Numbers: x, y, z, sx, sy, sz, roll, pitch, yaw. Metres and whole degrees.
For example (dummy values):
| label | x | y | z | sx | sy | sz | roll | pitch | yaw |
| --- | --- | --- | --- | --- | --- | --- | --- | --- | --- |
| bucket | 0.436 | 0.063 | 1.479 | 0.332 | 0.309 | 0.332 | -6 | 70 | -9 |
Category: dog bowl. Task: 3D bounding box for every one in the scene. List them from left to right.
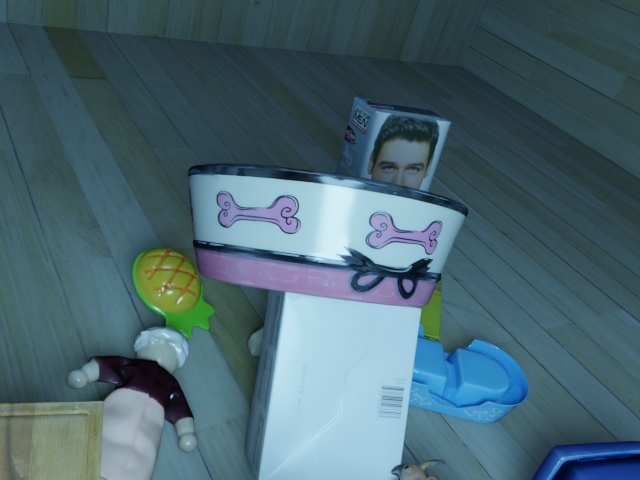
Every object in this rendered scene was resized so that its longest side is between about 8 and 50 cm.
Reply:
| label | x | y | z | sx | sy | sz | roll | pitch | yaw |
| --- | --- | --- | --- | --- | --- | --- | --- | --- | --- |
| dog bowl | 0.000 | 0.000 | 0.894 | 0.408 | 0.150 | 0.408 | 9 | -2 | 0 |
| dog bowl | 0.238 | 0.253 | 1.151 | 0.297 | 0.074 | 0.166 | 16 | 32 | -5 |

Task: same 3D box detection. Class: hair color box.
| label | x | y | z | sx | sy | sz | roll | pitch | yaw |
| --- | --- | --- | --- | --- | --- | --- | --- | --- | --- |
| hair color box | 0.133 | -0.115 | 1.363 | 0.185 | 0.374 | 0.113 | 2 | 27 | -24 |

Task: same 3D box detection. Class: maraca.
| label | x | y | z | sx | sy | sz | roll | pitch | yaw |
| --- | --- | --- | --- | --- | --- | --- | --- | --- | --- |
| maraca | -0.271 | 0.093 | 1.122 | 0.127 | 0.099 | 0.186 | -24 | 77 | -40 |

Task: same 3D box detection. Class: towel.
| label | x | y | z | sx | sy | sz | roll | pitch | yaw |
| --- | --- | --- | --- | --- | --- | --- | --- | --- | --- |
| towel | 0.220 | 0.138 | 1.369 | 0.102 | 0.021 | 0.237 | 14 | 33 | 4 |

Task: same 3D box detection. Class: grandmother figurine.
| label | x | y | z | sx | sy | sz | roll | pitch | yaw |
| --- | --- | --- | --- | --- | --- | --- | --- | --- | --- |
| grandmother figurine | -0.274 | 0.243 | 0.894 | 0.208 | 0.104 | 0.342 | 45 | 23 | -18 |

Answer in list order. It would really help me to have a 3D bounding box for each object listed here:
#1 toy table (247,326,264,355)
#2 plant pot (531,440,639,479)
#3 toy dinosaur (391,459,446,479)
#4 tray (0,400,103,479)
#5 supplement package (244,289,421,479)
| label | x | y | z | sx | sy | sz | roll | pitch | yaw |
| --- | --- | --- | --- | --- | --- | --- | --- | --- | --- |
| toy table | -0.001 | 0.134 | 1.130 | 0.252 | 0.161 | 0.274 | 6 | 35 | -20 |
| plant pot | 0.415 | 0.418 | 0.851 | 0.236 | 0.236 | 0.212 | 4 | 29 | -21 |
| toy dinosaur | 0.214 | 0.417 | 0.764 | 0.295 | 0.127 | 0.200 | 38 | 49 | -3 |
| tray | -0.318 | 0.363 | 0.565 | 0.203 | 0.076 | 0.411 | 5 | 56 | -22 |
| supplement package | 0.014 | 0.210 | 0.899 | 0.204 | 0.262 | 0.145 | 9 | -2 | -14 |
